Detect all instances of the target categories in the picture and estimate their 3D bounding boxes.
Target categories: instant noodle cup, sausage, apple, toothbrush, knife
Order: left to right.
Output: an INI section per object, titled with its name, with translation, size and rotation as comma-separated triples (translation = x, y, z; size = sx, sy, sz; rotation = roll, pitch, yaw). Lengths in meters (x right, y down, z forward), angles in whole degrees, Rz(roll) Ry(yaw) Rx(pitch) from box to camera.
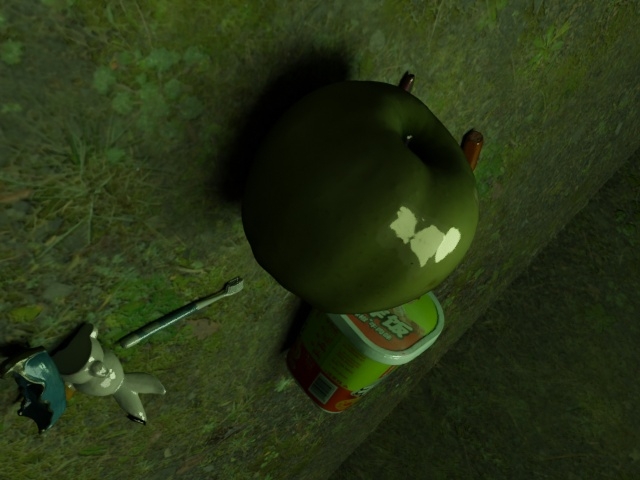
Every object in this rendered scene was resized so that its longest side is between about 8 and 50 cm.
[toothbrush]
translation = -0.236, 0.124, 1.596
size = 0.276, 0.019, 0.025
rotation = -27, 146, -41
[instant noodle cup]
translation = 0.079, 0.221, 2.063
size = 0.294, 0.294, 0.308
rotation = -25, 158, -43
[apple]
translation = 0.060, -0.058, 1.388
size = 0.357, 0.357, 0.357
rotation = -39, 157, -19
[knife]
translation = 0.131, -0.215, 1.688
size = 0.035, 0.018, 0.247
rotation = -34, 159, -36
[sausage]
translation = 0.342, -0.198, 2.073
size = 0.039, 0.041, 0.131
rotation = -61, 167, -28

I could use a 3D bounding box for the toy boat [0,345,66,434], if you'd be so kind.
[toy boat]
translation = -0.426, 0.218, 1.329
size = 0.077, 0.075, 0.185
rotation = -42, 157, -35

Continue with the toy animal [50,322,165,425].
[toy animal]
translation = -0.348, 0.226, 1.435
size = 0.131, 0.127, 0.181
rotation = -49, 148, -11
